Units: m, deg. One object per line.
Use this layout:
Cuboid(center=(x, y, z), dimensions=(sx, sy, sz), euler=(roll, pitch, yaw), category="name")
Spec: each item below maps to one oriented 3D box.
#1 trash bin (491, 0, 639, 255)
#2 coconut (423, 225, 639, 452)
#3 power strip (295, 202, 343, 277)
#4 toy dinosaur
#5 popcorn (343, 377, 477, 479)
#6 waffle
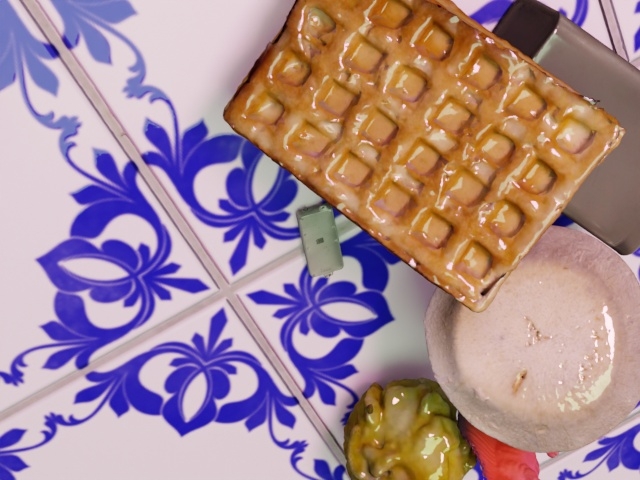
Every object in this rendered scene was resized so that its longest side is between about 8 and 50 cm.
Cuboid(center=(0.264, -0.117, 0.895), dimensions=(0.240, 0.122, 0.164), euler=(27, 109, -24), category="trash bin")
Cuboid(center=(0.238, 0.102, 0.938), dimensions=(0.237, 0.266, 0.237), euler=(-1, 88, 21), category="coconut")
Cuboid(center=(0.000, 0.000, 0.946), dimensions=(0.040, 0.016, 0.090), euler=(-16, 121, -7), category="power strip")
Cuboid(center=(0.214, 0.228, 1.026), dimensions=(0.139, 0.286, 0.070), euler=(43, 118, -1), category="toy dinosaur")
Cuboid(center=(0.114, 0.260, 1.014), dimensions=(0.173, 0.195, 0.168), euler=(25, 110, -31), category="popcorn")
Cuboid(center=(0.086, -0.111, 0.787), dimensions=(0.308, 0.091, 0.213), euler=(36, 105, 5), category="waffle")
